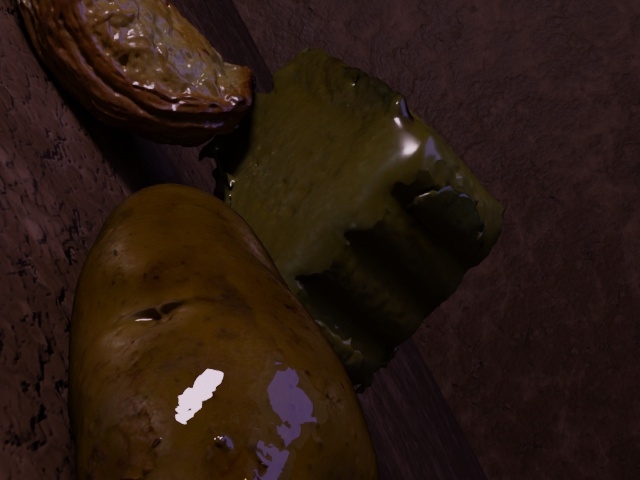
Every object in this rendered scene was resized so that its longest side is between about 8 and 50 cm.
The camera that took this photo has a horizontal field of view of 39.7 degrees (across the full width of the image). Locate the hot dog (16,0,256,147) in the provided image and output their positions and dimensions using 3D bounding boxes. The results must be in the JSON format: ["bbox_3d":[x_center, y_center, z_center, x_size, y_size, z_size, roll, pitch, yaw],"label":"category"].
[{"bbox_3d":[-0.186,-0.185,0.818,0.259,0.114,0.175,39,20,-18],"label":"hot dog"}]

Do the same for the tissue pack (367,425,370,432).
[{"bbox_3d":[0.031,0.226,1.099,0.122,0.026,0.193,60,8,-11],"label":"tissue pack"}]

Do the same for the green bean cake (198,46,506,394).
[{"bbox_3d":[0.000,0.000,0.834,0.202,0.285,0.310,39,8,-34],"label":"green bean cake"}]

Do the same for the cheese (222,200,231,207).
[{"bbox_3d":[-0.096,0.005,0.949,0.084,0.060,0.041,52,0,-14],"label":"cheese"}]

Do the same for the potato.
[{"bbox_3d":[-0.064,0.082,0.529,0.195,0.176,0.369,27,21,-27],"label":"potato"}]

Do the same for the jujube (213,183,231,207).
[{"bbox_3d":[-0.066,-0.007,1.044,0.166,0.104,0.104,53,5,13],"label":"jujube"}]
